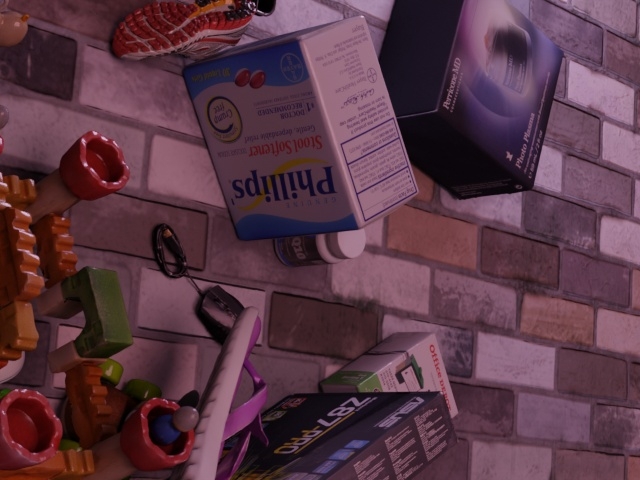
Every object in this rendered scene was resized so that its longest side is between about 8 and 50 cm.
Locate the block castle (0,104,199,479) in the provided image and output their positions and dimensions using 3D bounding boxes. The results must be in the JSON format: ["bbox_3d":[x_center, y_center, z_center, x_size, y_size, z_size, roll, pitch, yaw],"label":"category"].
[{"bbox_3d":[-0.331,0.066,1.636,0.303,0.213,0.453,12,55,-51],"label":"block castle"}]

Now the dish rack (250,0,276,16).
[{"bbox_3d":[-0.178,-0.467,2.065,0.272,0.074,0.208,17,73,-44],"label":"dish rack"}]

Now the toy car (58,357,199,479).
[{"bbox_3d":[-0.244,0.249,1.840,0.149,0.188,0.155,38,60,-37],"label":"toy car"}]

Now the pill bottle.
[{"bbox_3d":[0.000,0.000,2.156,0.078,0.137,0.078,6,81,-46],"label":"pill bottle"}]

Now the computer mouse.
[{"bbox_3d":[-0.171,0.070,2.041,0.242,0.041,0.071,54,52,-27],"label":"computer mouse"}]

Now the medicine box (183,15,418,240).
[{"bbox_3d":[-0.031,-0.163,2.049,0.149,0.264,0.289,-29,106,-43],"label":"medicine box"}]

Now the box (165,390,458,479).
[{"bbox_3d":[-0.043,0.338,1.949,0.395,0.318,0.097,-29,107,-43],"label":"box"}]

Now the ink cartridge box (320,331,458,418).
[{"bbox_3d":[0.118,0.265,2.285,0.219,0.093,0.160,-30,108,-43],"label":"ink cartridge box"}]

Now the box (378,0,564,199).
[{"bbox_3d":[0.259,-0.271,2.424,0.294,0.183,0.296,32,63,-38],"label":"box"}]

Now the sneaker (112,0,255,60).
[{"bbox_3d":[-0.200,-0.297,2.012,0.225,0.092,0.088,-17,59,-29],"label":"sneaker"}]

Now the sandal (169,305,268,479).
[{"bbox_3d":[-0.125,0.269,1.809,0.102,0.169,0.416,23,46,-7],"label":"sandal"}]

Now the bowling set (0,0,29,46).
[{"bbox_3d":[-0.483,-0.252,1.660,0.154,0.287,0.199,36,28,-45],"label":"bowling set"}]

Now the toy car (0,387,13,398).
[{"bbox_3d":[-0.434,0.253,1.699,0.053,0.239,0.225,-63,170,24],"label":"toy car"}]

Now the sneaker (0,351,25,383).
[{"bbox_3d":[-0.467,0.131,1.690,0.258,0.091,0.094,16,75,-44],"label":"sneaker"}]
